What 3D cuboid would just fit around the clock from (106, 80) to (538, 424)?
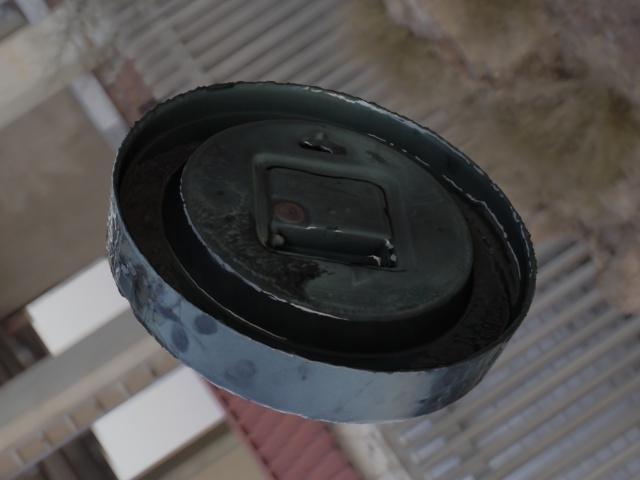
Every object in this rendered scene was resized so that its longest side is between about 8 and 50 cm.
[{"bbox_3d":[0.000,0.000,0.693,0.215,0.215,0.042,54,140,36],"label":"clock"}]
